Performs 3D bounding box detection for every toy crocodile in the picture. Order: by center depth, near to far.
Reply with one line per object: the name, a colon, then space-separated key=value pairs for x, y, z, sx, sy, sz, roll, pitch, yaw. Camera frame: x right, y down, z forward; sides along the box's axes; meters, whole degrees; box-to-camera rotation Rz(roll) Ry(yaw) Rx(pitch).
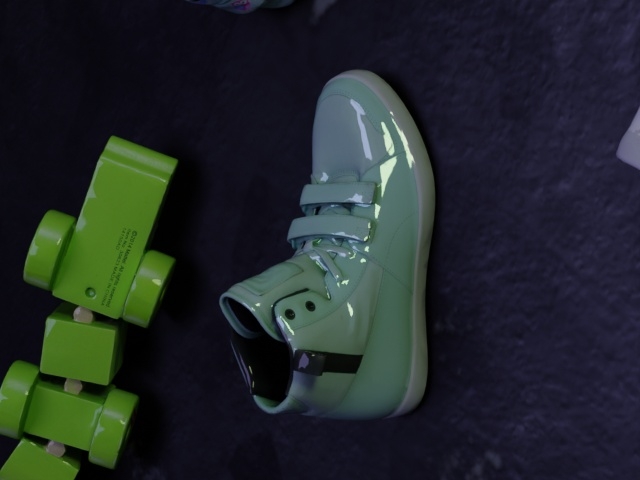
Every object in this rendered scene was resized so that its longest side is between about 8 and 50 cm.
toy crocodile: x=-0.196 y=0.077 z=1.372 sx=0.115 sy=0.105 sz=0.340 roll=16 pitch=104 yaw=0

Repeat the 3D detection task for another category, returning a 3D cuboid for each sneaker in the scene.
sneaker: x=0.000 y=0.000 z=1.140 sx=0.094 sy=0.151 sz=0.256 roll=-10 pitch=82 yaw=45

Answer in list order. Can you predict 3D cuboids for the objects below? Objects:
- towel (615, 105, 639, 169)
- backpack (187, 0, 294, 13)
towel: x=0.344 y=-0.112 z=0.875 sx=0.332 sy=0.053 sz=0.317 roll=37 pitch=115 yaw=37
backpack: x=-0.056 y=-0.259 z=1.219 sx=0.152 sy=0.115 sz=0.182 roll=46 pitch=122 yaw=47
